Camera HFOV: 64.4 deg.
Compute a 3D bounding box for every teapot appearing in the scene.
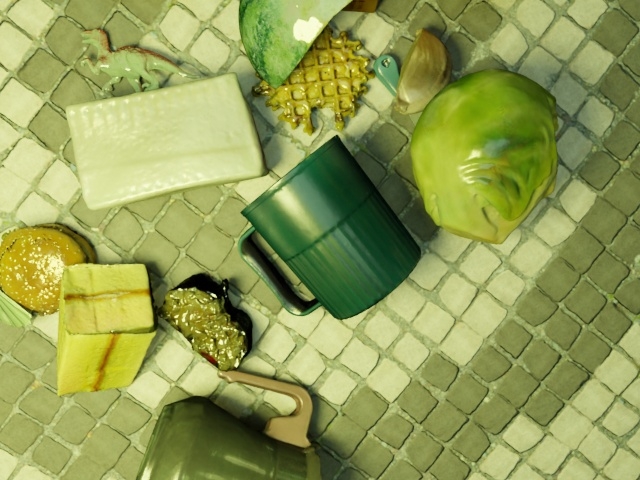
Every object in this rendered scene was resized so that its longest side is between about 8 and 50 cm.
[{"bbox_3d":[-0.171,0.462,1.032,0.362,0.305,0.376,21,64,-13],"label":"teapot"}]

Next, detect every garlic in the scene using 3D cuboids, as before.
[{"bbox_3d":[0.216,-0.335,1.054,0.101,0.087,0.195,22,80,-11],"label":"garlic"}]

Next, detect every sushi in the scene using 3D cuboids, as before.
[{"bbox_3d":[-0.222,0.166,1.067,0.147,0.115,0.212,-38,94,0],"label":"sushi"}]

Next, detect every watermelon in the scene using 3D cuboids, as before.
[{"bbox_3d":[-0.062,-0.432,0.962,0.176,0.260,0.255,-12,96,-11],"label":"watermelon"}]

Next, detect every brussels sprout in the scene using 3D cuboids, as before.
[{"bbox_3d":[0.331,-0.160,0.994,0.344,0.268,0.344,-1,100,-8],"label":"brussels sprout"}]

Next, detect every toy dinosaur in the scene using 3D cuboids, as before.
[{"bbox_3d":[-0.370,-0.365,1.046,0.242,0.053,0.167,-6,88,6],"label":"toy dinosaur"}]

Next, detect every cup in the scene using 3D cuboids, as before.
[{"bbox_3d":[0.004,0.000,1.004,0.308,0.242,0.292,-41,98,-2],"label":"cup"}]

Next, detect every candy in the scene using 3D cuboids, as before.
[{"bbox_3d":[-0.299,-0.191,1.021,0.359,0.145,0.208,-13,94,-2],"label":"candy"}]

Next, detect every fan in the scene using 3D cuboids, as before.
[{"bbox_3d":[-0.673,0.121,1.041,0.240,0.009,0.131,22,133,17],"label":"fan"}]

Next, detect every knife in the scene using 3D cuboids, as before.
[{"bbox_3d":[0.199,-0.295,1.099,0.058,0.032,0.244,-41,100,-12],"label":"knife"}]

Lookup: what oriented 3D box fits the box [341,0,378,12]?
[{"bbox_3d":[0.067,-0.592,0.870,0.116,0.415,0.264,4,94,0],"label":"box"}]

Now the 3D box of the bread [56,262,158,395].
[{"bbox_3d":[-0.454,0.184,1.043,0.168,0.163,0.264,3,139,-34],"label":"bread"}]

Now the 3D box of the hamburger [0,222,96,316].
[{"bbox_3d":[-0.565,0.063,1.042,0.182,0.118,0.190,12,99,0],"label":"hamburger"}]

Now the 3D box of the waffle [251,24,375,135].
[{"bbox_3d":[-0.012,-0.343,1.072,0.229,0.051,0.231,33,91,-2],"label":"waffle"}]
